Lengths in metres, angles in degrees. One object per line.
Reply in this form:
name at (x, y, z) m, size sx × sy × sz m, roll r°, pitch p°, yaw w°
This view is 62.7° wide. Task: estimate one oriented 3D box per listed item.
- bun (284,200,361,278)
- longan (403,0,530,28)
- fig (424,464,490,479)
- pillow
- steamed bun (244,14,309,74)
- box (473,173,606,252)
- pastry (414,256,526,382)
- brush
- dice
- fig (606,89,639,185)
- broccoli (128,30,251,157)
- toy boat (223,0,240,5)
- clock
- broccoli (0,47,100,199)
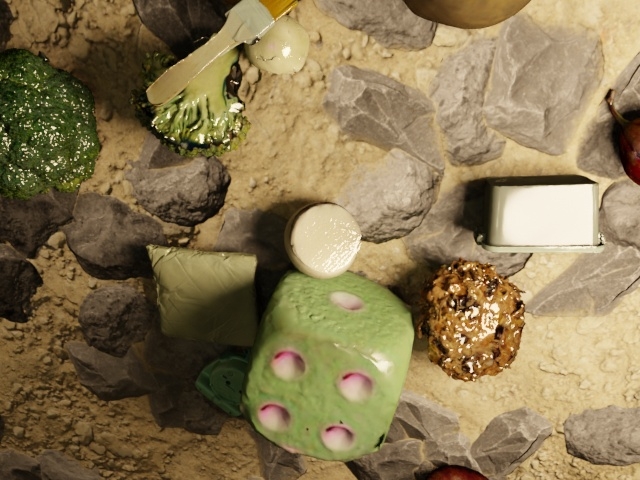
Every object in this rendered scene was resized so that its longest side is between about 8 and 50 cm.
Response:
bun at (0.000, 0.000, 1.175) m, size 0.172 × 0.120 × 0.173 m, roll 1°, pitch 84°, yaw -12°
longan at (0.245, -0.498, 0.841) m, size 0.297 × 0.297 × 0.298 m, roll 4°, pitch 114°, yaw 9°
fig at (0.366, 0.752, 1.420) m, size 0.216 × 0.217 × 0.321 m, roll 5°, pitch 136°, yaw 8°
pillow at (-0.284, 0.139, 1.314) m, size 0.274 × 0.076 × 0.281 m, roll 6°, pitch 120°, yaw 9°
steamed bun at (-0.090, -0.390, 1.040) m, size 0.129 × 0.091 × 0.113 m, roll 17°, pitch 113°, yaw 3°
box at (0.439, -0.057, 1.060) m, size 0.243 × 0.163 × 0.135 m, roll 1°, pitch 104°, yaw 11°
pastry at (0.316, 0.169, 1.147) m, size 0.274 × 0.193 × 0.275 m, roll -3°, pitch 98°, yaw -18°
brush at (-0.192, -0.366, 0.985) m, size 0.336 × 0.020 × 0.085 m, roll -38°, pitch 89°, yaw -1°
dice at (0.016, 0.269, 1.182) m, size 0.322 × 0.318 × 0.331 m, roll 16°, pitch 114°, yaw 4°
fig at (0.623, -0.171, 0.979) m, size 0.202 × 0.149 × 0.148 m, roll 16°, pitch 131°, yaw 16°
broccoli at (-0.259, -0.288, 1.108) m, size 0.242 × 0.273 × 0.180 m, roll 25°, pitch 160°, yaw -11°
toy boat at (-0.181, -0.517, 0.998) m, size 0.229 × 0.089 × 0.088 m, roll 25°, pitch 140°, yaw -21°
clock at (-0.222, 0.365, 1.396) m, size 0.159 × 0.066 × 0.211 m, roll 40°, pitch 120°, yaw -9°
broccoli at (-0.647, -0.238, 1.130) m, size 0.283 × 0.303 × 0.321 m, roll 8°, pitch 116°, yaw 40°
